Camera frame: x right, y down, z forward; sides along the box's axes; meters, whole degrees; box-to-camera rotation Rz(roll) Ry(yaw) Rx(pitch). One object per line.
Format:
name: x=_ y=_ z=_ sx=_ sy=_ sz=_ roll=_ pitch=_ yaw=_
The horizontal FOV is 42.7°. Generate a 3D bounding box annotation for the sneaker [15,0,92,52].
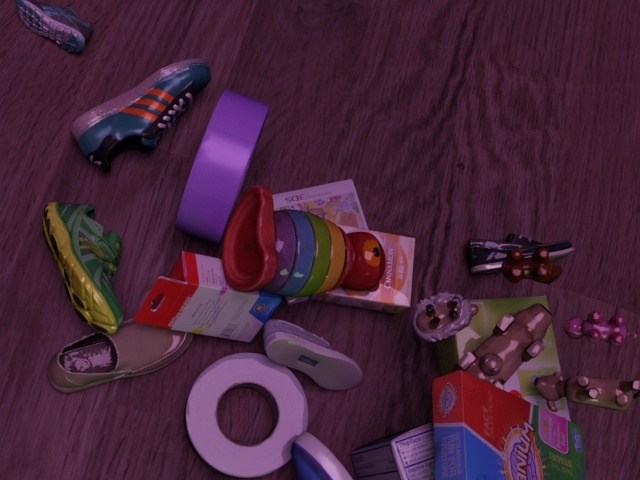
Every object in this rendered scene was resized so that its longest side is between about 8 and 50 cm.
sneaker: x=-0.536 y=-0.448 z=1.660 sx=0.166 sy=0.065 sz=0.076 roll=33 pitch=51 yaw=-4

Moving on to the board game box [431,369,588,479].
board game box: x=0.308 y=0.371 z=1.299 sx=0.316 sy=0.064 sz=0.242 roll=27 pitch=49 yaw=-32

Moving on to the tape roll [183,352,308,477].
tape roll: x=-0.135 y=0.316 z=1.478 sx=0.219 sy=0.072 sz=0.219 roll=4 pitch=70 yaw=-11

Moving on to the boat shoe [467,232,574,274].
boat shoe: x=0.417 y=0.018 z=1.700 sx=0.233 sy=0.084 sz=0.079 roll=-7 pitch=74 yaw=-12

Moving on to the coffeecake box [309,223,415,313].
coffeecake box: x=0.082 y=0.055 z=1.590 sx=0.185 sy=0.068 sz=0.142 roll=10 pitch=71 yaw=-9

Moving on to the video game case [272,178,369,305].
video game case: x=0.000 y=0.000 z=1.641 sx=0.206 sy=0.026 sz=0.227 roll=-13 pitch=75 yaw=-16

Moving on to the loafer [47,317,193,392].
loafer: x=-0.351 y=0.197 z=1.458 sx=0.268 sy=0.092 sz=0.102 roll=-22 pitch=78 yaw=-19

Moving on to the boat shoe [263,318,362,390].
boat shoe: x=-0.013 y=0.205 z=1.519 sx=0.227 sy=0.079 sz=0.081 roll=31 pitch=26 yaw=-33

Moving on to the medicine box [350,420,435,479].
medicine box: x=0.191 y=0.465 z=1.399 sx=0.149 sy=0.263 sz=0.289 roll=-14 pitch=76 yaw=-18

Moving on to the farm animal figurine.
farm animal figurine: x=0.370 y=0.195 z=1.458 sx=0.326 sy=0.172 sz=0.330 roll=-27 pitch=74 yaw=-2

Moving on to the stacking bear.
stacking bear: x=-0.011 y=0.025 z=1.444 sx=0.289 sy=0.164 sz=0.175 roll=9 pitch=65 yaw=-31

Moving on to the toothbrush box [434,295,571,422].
toothbrush box: x=0.345 y=0.260 z=1.582 sx=0.206 sy=0.122 sz=0.283 roll=-1 pitch=73 yaw=-13

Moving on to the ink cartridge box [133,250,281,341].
ink cartridge box: x=-0.204 y=0.099 z=1.459 sx=0.231 sy=0.134 sz=0.078 roll=14 pitch=42 yaw=-28

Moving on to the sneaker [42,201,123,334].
sneaker: x=-0.405 y=0.033 z=1.464 sx=0.123 sy=0.109 sz=0.295 roll=-14 pitch=55 yaw=-28

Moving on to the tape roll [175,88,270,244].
tape roll: x=-0.180 y=-0.134 z=1.511 sx=0.090 sy=0.275 sz=0.275 roll=19 pitch=69 yaw=-5

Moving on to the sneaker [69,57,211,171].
sneaker: x=-0.330 y=-0.242 z=1.610 sx=0.302 sy=0.108 sz=0.121 roll=-34 pitch=82 yaw=-13

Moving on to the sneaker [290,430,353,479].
sneaker: x=-0.030 y=0.518 z=1.381 sx=0.236 sy=0.130 sz=0.323 roll=-30 pitch=98 yaw=-21
